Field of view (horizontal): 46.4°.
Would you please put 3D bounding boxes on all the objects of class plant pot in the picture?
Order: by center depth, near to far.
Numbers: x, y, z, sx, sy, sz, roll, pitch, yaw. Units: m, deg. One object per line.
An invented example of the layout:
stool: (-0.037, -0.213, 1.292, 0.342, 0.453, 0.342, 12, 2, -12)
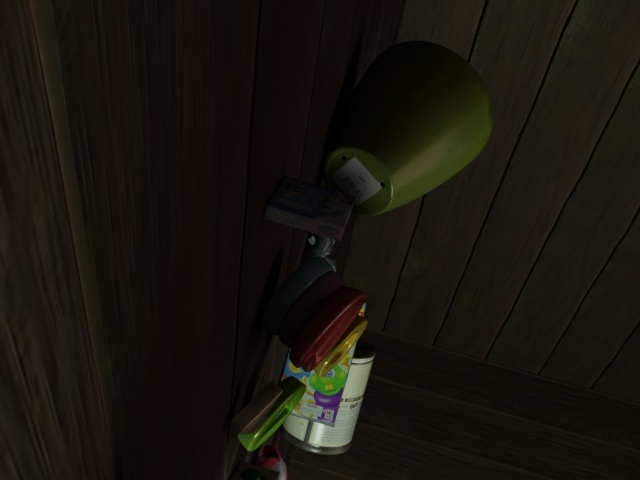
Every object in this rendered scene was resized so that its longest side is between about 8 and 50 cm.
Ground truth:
plant pot: (0.135, -0.177, 1.361, 0.293, 0.275, 0.275, -49, 159, -42)

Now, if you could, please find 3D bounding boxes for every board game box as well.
board game box: (-0.010, -0.039, 0.861, 0.090, 0.090, 0.020, -68, 174, -60)
board game box: (0.000, 0.270, 1.711, 0.142, 0.144, 0.275, 89, 16, -73)

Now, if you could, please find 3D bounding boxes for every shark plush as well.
shark plush: (0.000, 0.000, 1.400, 0.067, 0.073, 0.161, 21, 88, -55)

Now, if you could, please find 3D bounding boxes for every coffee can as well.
coffee can: (0.018, 0.399, 1.998, 0.201, 0.201, 0.275, -56, 160, -77)

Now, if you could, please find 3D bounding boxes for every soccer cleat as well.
soccer cleat: (-0.119, 0.484, 1.494, 0.248, 0.083, 0.095, 4, 72, -81)

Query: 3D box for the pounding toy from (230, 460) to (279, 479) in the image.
pounding toy: (-0.104, 0.431, 1.219, 0.130, 0.100, 0.141, -29, 134, -85)

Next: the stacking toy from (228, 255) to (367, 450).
stacking toy: (-0.063, 0.160, 1.120, 0.279, 0.130, 0.309, -46, 165, -14)
